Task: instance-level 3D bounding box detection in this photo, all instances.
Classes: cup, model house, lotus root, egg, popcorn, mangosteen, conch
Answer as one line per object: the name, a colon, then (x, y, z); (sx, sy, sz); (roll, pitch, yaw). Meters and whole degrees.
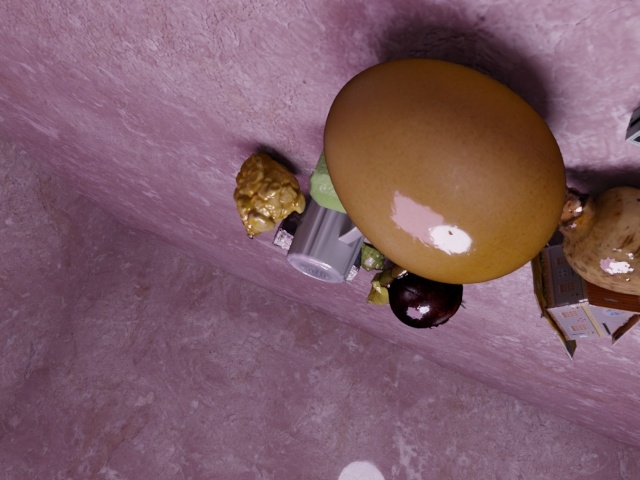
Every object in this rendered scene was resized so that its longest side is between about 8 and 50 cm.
cup: (0.025, -0.027, 0.952); (0.166, 0.202, 0.221); (21, 162, 5)
model house: (0.462, 0.069, 0.717); (0.135, 0.219, 0.207); (-20, 126, 40)
lotus root: (0.445, 0.006, 0.582); (0.256, 0.140, 0.154); (17, 155, 4)
egg: (0.150, -0.085, 0.538); (0.322, 0.250, 0.250); (33, 161, -12)
popcorn: (-0.121, -0.112, 0.950); (0.163, 0.194, 0.140); (-16, 139, 28)
mangosteen: (0.269, 0.130, 1.107); (0.209, 0.210, 0.210); (23, 162, 8)
conch: (0.151, 0.047, 1.246); (0.121, 0.074, 0.089); (43, 127, -1)

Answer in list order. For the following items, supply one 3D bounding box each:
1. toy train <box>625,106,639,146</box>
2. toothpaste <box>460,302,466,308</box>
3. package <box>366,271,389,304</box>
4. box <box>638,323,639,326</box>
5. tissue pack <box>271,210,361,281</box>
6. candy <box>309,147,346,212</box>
toy train: (0.446, -0.093, 0.456); (0.207, 0.043, 0.047); (23, 164, 6)
toothpaste: (0.374, 0.162, 1.295); (0.197, 0.035, 0.057); (34, 176, -28)
package: (0.226, 0.142, 1.296); (0.168, 0.090, 0.226); (-10, 159, -4)
box: (0.668, 0.133, 0.799); (0.229, 0.042, 0.162); (32, 161, -21)
tissue pack: (0.000, 0.000, 1.132); (0.235, 0.173, 0.073); (27, 120, -9)
candy: (0.147, -0.079, 0.758); (0.343, 0.132, 0.142); (20, 156, 18)
